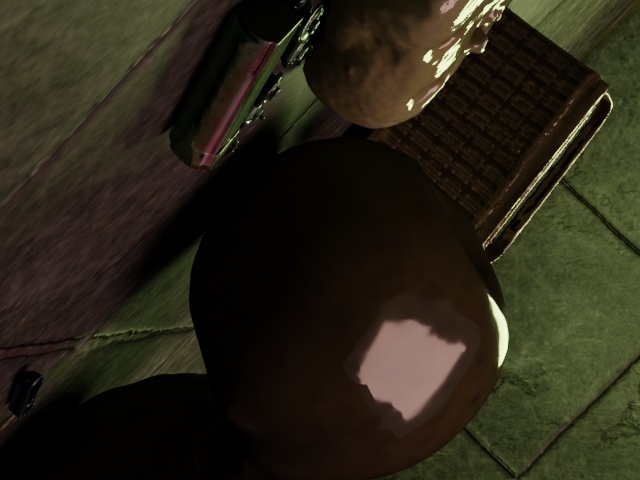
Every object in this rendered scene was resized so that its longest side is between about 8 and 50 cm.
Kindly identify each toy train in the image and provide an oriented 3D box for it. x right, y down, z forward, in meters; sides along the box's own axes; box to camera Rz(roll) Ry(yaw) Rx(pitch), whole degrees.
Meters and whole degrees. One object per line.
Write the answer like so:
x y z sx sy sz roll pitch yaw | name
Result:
-0.044 -0.103 1.007 0.071 0.038 0.148 -42 172 -38 | toy train
-0.233 0.119 1.294 0.017 0.017 0.083 -45 175 -29 | toy train

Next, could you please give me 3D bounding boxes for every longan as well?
0.018 0.061 1.401 0.288 0.288 0.350 -45 150 -10 | longan
-0.127 0.316 1.588 0.391 0.391 0.391 -45 174 -6 | longan

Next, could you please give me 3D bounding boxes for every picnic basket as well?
0.182 -0.111 1.759 0.228 0.175 0.313 -52 174 2 | picnic basket

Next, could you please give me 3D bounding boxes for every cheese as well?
0.082 -0.176 1.136 0.159 0.093 0.263 -45 174 -20 | cheese

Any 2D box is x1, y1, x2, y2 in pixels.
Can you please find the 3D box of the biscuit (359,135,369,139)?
0.017 -0.071 1.733 0.081 0.018 0.083 -50 172 39 | biscuit
